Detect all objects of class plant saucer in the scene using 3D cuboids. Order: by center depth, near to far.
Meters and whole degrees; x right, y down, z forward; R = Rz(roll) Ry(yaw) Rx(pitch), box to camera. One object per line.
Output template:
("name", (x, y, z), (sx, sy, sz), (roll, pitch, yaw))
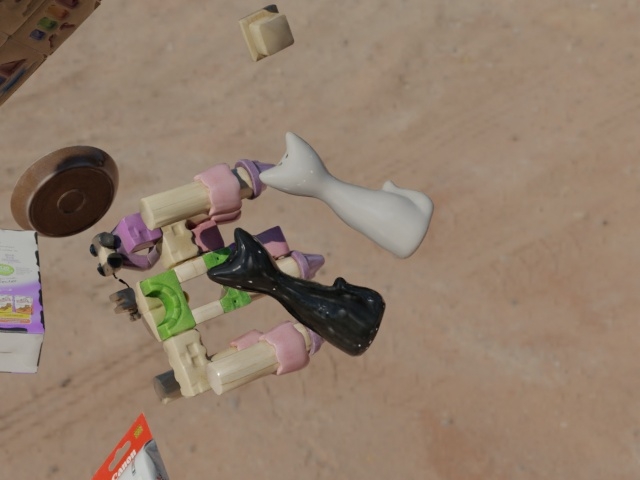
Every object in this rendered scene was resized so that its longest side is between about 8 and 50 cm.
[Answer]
("plant saucer", (-0.366, -0.063, 1.738), (0.168, 0.168, 0.029), (-20, 49, -25))

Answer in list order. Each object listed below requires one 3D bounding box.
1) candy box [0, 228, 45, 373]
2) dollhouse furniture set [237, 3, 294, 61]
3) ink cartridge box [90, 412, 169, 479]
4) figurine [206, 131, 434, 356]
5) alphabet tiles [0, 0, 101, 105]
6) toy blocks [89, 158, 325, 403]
("candy box", (-0.422, 0.066, 1.432), (0.165, 0.070, 0.196), (5, 37, -19))
("dollhouse furniture set", (-0.030, -0.418, 1.270), (0.303, 0.355, 0.174), (-29, 26, -22))
("ink cartridge box", (-0.280, 0.339, 1.666), (0.045, 0.145, 0.179), (28, 16, -36))
("figurine", (0.000, 0.000, 1.427), (0.209, 0.214, 0.092), (28, -3, -12))
("alphabet tiles", (-0.195, -0.078, 0.522), (0.009, 0.237, 0.198), (49, 8, 14))
("toy blocks", (-0.114, 0.050, 1.612), (0.260, 0.288, 0.309), (-21, -3, -27))
